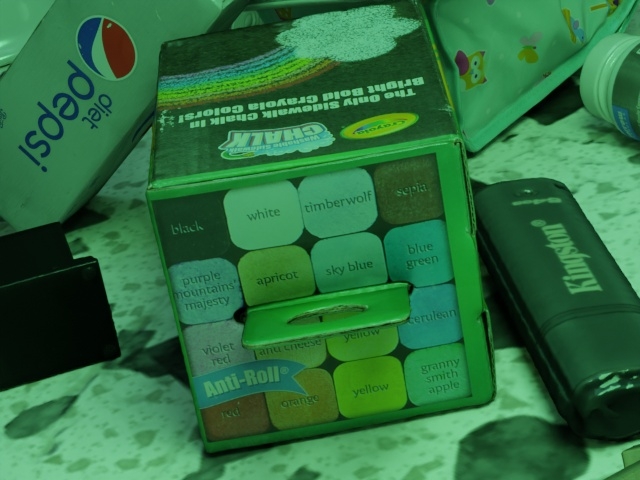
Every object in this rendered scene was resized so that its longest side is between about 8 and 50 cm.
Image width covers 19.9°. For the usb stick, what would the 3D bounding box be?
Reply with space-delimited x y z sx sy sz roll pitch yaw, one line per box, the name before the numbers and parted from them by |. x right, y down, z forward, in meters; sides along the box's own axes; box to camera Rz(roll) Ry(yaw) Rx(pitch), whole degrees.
usb stick | 0.149 0.033 1.104 0.077 0.045 0.278 -14 27 -2

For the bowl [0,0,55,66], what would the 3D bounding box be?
bowl | -0.362 -0.270 1.783 0.298 0.134 0.298 -10 27 5

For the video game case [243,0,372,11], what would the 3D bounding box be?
video game case | 0.050 -0.223 1.298 0.206 0.026 0.227 3 34 46

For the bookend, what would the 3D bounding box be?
bookend | -0.229 0.034 1.218 0.156 0.072 0.157 -16 27 -11

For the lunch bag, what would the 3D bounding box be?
lunch bag | 0.113 -0.200 1.442 0.223 0.160 0.262 17 44 44

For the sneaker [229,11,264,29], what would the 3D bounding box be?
sneaker | -0.098 -0.241 1.642 0.152 0.114 0.305 1 30 20

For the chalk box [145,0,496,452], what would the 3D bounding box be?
chalk box | 0.000 0.000 1.084 0.180 0.179 0.289 -9 28 2

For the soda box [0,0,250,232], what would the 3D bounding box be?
soda box | -0.151 -0.122 1.282 0.286 0.098 0.091 -47 1 40

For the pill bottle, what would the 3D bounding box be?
pill bottle | 0.251 -0.101 1.282 0.078 0.078 0.137 -26 30 -26

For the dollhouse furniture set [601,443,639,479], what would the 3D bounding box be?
dollhouse furniture set | 0.012 0.215 0.822 0.303 0.174 0.355 -13 -5 24
